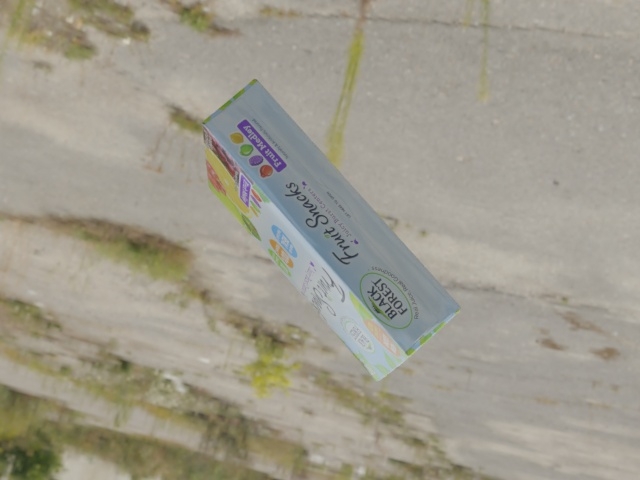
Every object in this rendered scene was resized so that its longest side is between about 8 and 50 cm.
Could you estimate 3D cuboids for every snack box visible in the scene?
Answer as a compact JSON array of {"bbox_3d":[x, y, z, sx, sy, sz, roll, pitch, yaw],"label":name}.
[{"bbox_3d":[0.000,0.000,0.483,0.141,0.037,0.100,48,168,8],"label":"snack box"}]
